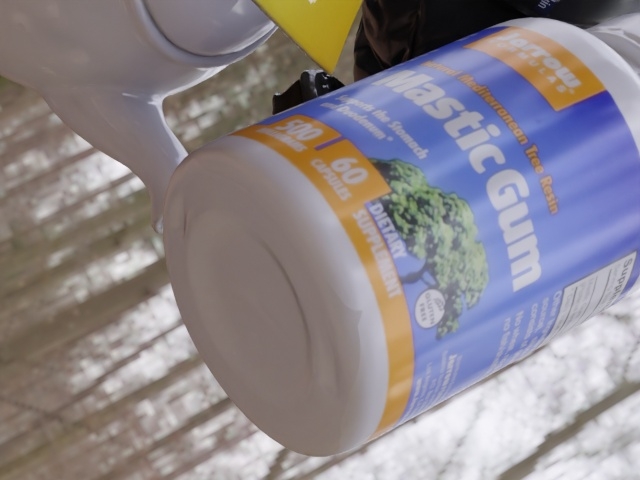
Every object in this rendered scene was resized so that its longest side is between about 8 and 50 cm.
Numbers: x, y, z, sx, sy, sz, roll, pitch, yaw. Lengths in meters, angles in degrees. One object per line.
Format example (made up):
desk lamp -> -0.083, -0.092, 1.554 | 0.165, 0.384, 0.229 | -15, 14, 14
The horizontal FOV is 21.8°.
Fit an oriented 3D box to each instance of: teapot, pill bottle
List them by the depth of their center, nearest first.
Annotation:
pill bottle -> 0.074, -0.019, 0.797 | 0.152, 0.272, 0.152 | 36, -41, 39
teapot -> -0.084, -0.185, 0.893 | 0.187, 0.252, 0.256 | 21, -35, 35

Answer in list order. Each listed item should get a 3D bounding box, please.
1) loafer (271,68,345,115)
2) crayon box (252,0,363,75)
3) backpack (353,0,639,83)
loafer -> 0.000, 0.000, 0.945 | 0.080, 0.078, 0.220 | -97, 173, -47
crayon box -> -0.007, -0.245, 0.656 | 0.081, 0.318, 0.202 | 14, -5, 16
backpack -> 0.114, -0.128, 0.946 | 0.115, 0.182, 0.152 | 56, -34, 43
